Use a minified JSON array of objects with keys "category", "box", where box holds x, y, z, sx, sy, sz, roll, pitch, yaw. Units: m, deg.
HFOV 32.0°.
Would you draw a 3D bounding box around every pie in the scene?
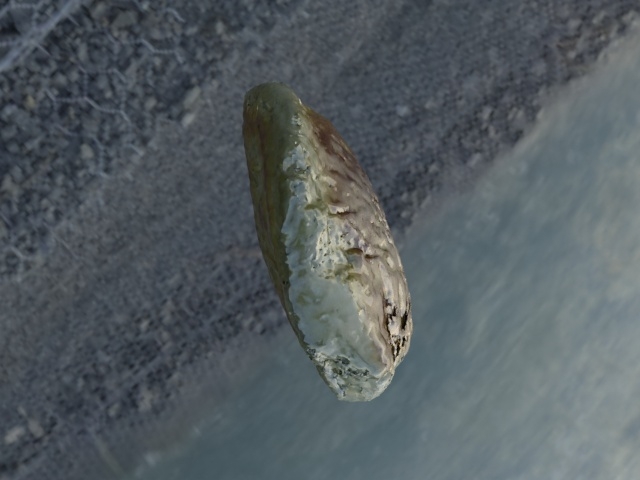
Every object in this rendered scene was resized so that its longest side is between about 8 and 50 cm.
[{"category":"pie","box":[0.000,0.000,0.654,0.079,0.194,0.163,-19,176,7]}]
